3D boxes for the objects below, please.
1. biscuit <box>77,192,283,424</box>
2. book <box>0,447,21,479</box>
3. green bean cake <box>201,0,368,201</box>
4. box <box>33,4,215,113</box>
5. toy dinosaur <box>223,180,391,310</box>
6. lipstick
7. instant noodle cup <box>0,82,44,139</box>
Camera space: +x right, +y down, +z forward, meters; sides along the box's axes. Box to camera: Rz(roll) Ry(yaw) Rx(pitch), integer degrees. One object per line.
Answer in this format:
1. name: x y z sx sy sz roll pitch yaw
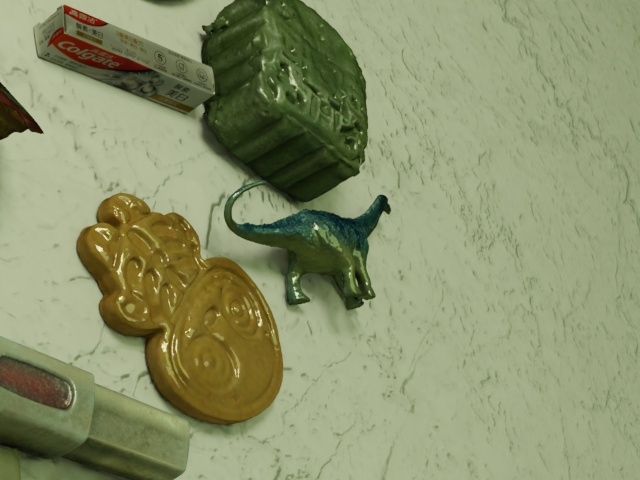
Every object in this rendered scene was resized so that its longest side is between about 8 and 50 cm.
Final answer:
1. biscuit: -0.141 0.072 1.338 0.288 0.044 0.202 54 37 -17
2. book: -0.347 0.271 0.973 0.283 0.025 0.215 10 63 -48
3. green bean cake: -0.042 -0.190 1.556 0.222 0.125 0.227 33 41 -36
4. box: -0.216 -0.201 1.399 0.218 0.055 0.039 19 53 -45
5. toy dinosaur: 0.005 0.011 1.517 0.363 0.076 0.147 -1 75 -55
6. lipstick: -0.235 0.160 1.135 0.253 0.077 0.079 31 46 -38
7. instant noodle cup: -0.371 -0.163 1.101 0.274 0.091 0.274 45 -3 3
